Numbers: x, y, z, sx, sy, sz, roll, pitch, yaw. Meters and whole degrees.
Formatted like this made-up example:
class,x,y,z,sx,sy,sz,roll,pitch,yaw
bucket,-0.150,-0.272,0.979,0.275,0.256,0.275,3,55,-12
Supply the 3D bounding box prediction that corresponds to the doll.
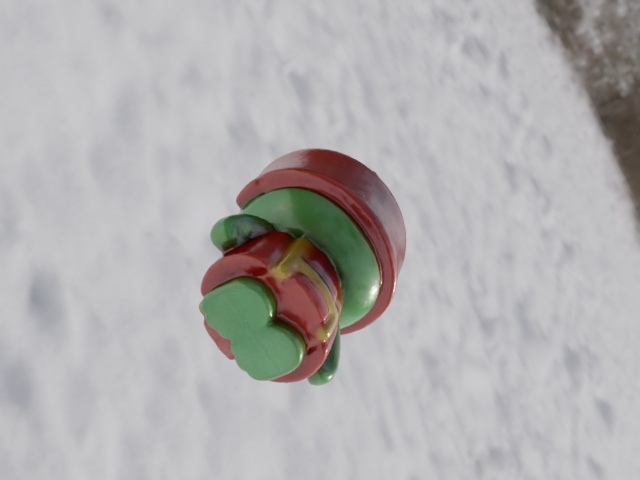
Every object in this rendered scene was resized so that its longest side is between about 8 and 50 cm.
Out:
class,x,y,z,sx,sy,sz,roll,pitch,yaw
doll,-0.001,0.001,1.307,0.182,0.160,0.363,51,24,-10
